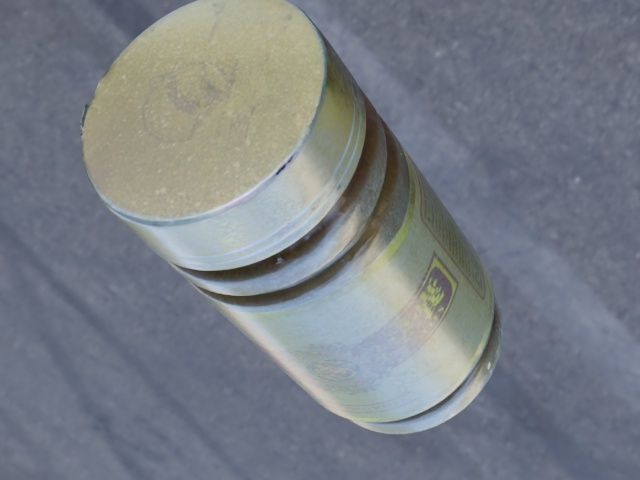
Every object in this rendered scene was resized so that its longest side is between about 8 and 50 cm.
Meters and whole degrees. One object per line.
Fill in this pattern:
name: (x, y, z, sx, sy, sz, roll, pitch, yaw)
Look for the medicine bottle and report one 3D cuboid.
medicine bottle: (0.000, 0.000, 0.917, 0.151, 0.151, 0.322, 10, 157, 31)
